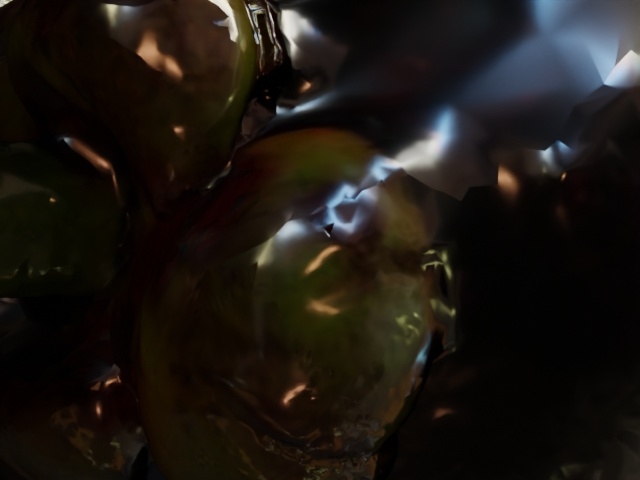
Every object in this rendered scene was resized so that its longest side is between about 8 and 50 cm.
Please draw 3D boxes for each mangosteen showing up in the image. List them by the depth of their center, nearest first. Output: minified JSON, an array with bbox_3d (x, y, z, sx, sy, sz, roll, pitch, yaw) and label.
[{"bbox_3d":[0.002,0.002,0.532,0.287,0.287,0.233,-32,150,-27],"label":"mangosteen"}]

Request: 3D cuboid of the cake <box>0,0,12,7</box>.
[{"bbox_3d":[-0.205,-0.108,0.811,0.140,0.051,0.055,-7,58,-45],"label":"cake"}]
